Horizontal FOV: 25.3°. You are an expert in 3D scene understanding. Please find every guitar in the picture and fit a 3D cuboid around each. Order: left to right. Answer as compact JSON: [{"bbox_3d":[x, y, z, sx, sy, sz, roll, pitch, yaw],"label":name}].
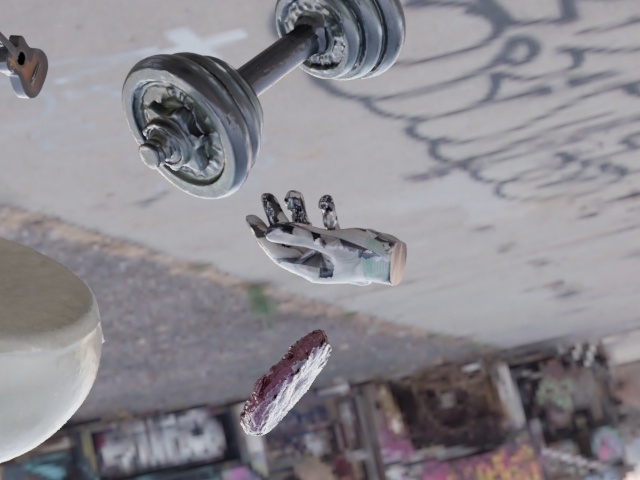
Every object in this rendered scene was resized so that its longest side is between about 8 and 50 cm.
[{"bbox_3d":[-0.519,-0.319,2.345,0.025,0.088,0.233,6,157,25],"label":"guitar"}]

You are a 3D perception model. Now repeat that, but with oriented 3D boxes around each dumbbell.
[{"bbox_3d":[-0.059,-0.198,1.637,0.406,0.179,0.179,-41,-170,-35],"label":"dumbbell"}]

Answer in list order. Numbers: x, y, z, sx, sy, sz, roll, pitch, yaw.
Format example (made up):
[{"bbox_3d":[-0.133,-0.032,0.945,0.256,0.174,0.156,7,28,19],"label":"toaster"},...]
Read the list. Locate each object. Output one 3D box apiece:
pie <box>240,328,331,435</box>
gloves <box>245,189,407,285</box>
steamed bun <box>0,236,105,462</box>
[{"bbox_3d":[-0.041,0.171,1.714,0.154,0.036,0.154,-48,166,-16],"label":"pie"},{"bbox_3d":[0.001,0.007,1.893,0.212,0.111,0.127,8,-149,18],"label":"gloves"},{"bbox_3d":[-0.347,0.108,1.312,0.283,0.177,0.283,15,-161,-5],"label":"steamed bun"}]
